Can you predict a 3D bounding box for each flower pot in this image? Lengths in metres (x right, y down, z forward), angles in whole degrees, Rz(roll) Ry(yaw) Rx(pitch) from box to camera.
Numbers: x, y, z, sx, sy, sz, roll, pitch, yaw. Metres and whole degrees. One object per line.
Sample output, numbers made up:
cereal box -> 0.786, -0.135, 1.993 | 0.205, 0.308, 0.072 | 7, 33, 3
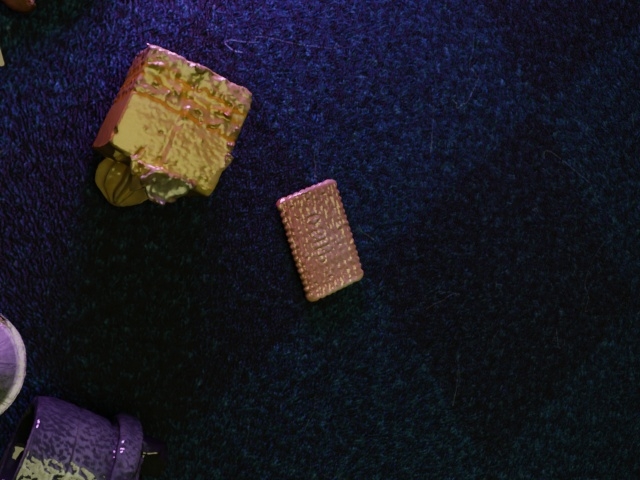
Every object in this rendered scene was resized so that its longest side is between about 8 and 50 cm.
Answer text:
flower pot -> -0.436, 0.450, 1.481 | 0.282, 0.299, 0.299 | 27, 81, -23

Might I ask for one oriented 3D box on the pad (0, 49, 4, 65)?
pad -> -0.680, -0.356, 1.452 | 0.187, 0.006, 0.113 | -17, 104, -25

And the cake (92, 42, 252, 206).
cake -> -0.300, -0.189, 1.543 | 0.222, 0.227, 0.286 | 24, 81, -23

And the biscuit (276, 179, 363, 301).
biscuit -> 0.000, 0.000, 1.823 | 0.160, 0.030, 0.250 | -24, 105, -24

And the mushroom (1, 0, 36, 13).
mushroom -> -0.455, -0.552, 1.491 | 0.350, 0.128, 0.128 | -44, 112, -15

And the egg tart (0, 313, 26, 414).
egg tart -> -0.649, 0.227, 1.442 | 0.234, 0.094, 0.234 | 2, 84, -18
